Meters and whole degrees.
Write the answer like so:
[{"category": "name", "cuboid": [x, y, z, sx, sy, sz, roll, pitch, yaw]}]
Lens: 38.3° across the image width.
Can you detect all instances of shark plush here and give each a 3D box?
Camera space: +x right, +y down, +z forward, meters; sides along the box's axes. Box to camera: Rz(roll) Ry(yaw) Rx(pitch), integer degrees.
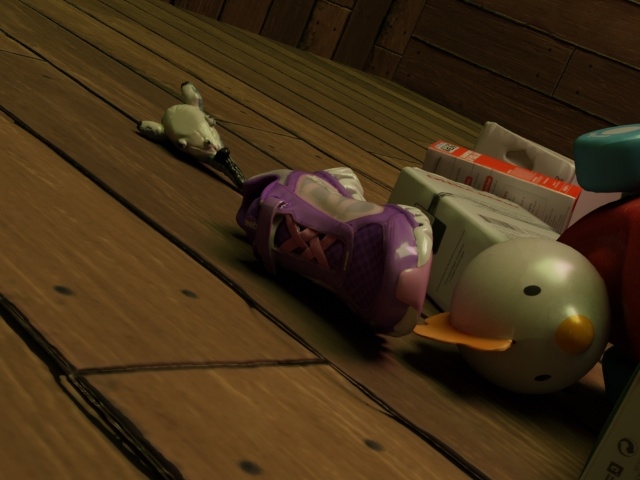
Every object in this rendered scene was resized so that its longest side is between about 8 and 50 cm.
[{"category": "shark plush", "cuboid": [-0.113, -0.103, 0.948, 0.161, 0.073, 0.067, 28, -16, 37]}]

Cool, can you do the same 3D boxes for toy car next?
[{"category": "toy car", "cuboid": [0.184, 0.050, 0.644, 0.238, 0.219, 0.210, -15, 13, -15]}]

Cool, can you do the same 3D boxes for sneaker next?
[{"category": "sneaker", "cuboid": [0.000, 0.000, 0.685, 0.105, 0.095, 0.236, 10, 14, -24]}]

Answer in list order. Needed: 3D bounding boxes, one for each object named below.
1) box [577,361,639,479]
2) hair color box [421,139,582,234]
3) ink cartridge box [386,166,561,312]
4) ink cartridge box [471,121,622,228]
[{"category": "box", "cuboid": [0.215, 0.123, 0.528, 0.102, 0.101, 0.087, 28, 15, 20]}, {"category": "hair color box", "cuboid": [0.188, -0.038, 1.009, 0.167, 0.093, 0.053, 22, 23, 16]}, {"category": "ink cartridge box", "cuboid": [0.162, 0.018, 0.863, 0.153, 0.086, 0.208, 17, 16, -24]}, {"category": "ink cartridge box", "cuboid": [0.370, -0.048, 1.345, 0.289, 0.121, 0.211, 18, 14, -33]}]
